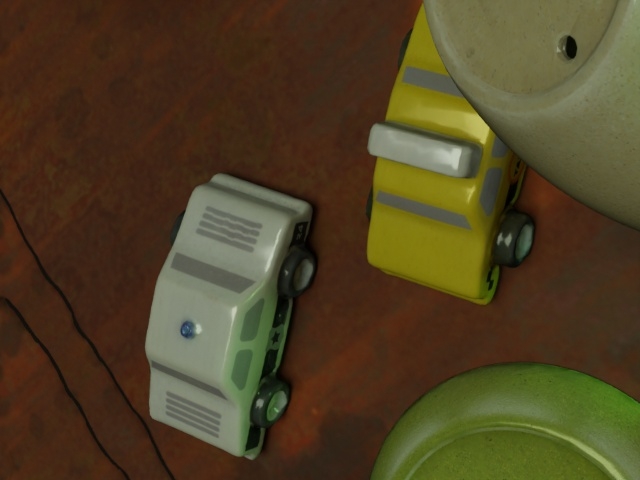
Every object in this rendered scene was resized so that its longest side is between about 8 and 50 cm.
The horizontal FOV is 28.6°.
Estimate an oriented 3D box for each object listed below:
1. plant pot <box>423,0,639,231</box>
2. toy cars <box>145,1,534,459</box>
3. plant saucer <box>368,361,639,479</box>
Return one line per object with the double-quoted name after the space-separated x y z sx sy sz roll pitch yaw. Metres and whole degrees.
0.158 -0.123 0.565 0.284 0.191 0.284 15 108 55 "plant pot"
0.000 0.000 0.788 0.393 0.087 0.176 -37 77 28 "toy cars"
0.125 0.196 0.768 0.241 0.037 0.241 4 97 30 "plant saucer"
